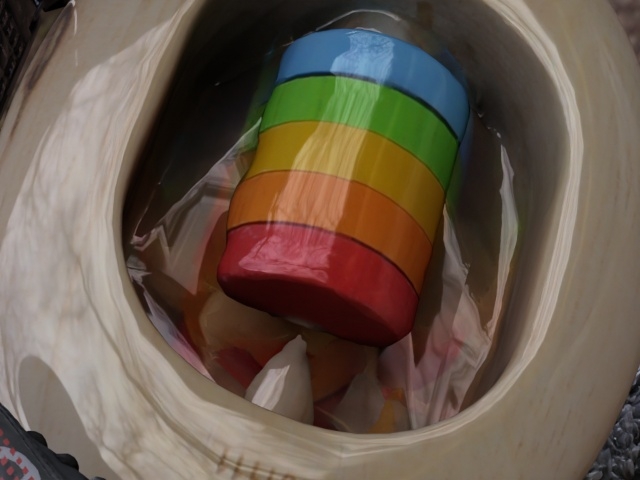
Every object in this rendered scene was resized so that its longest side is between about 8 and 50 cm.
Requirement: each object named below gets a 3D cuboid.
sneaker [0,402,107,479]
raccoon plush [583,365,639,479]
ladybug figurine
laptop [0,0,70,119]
[{"bbox_3d":[-0.136,0.087,0.642,0.098,0.135,0.276,-60,33,29],"label":"sneaker"},{"bbox_3d":[0.154,0.063,1.395,0.216,0.299,0.446,-16,66,38],"label":"raccoon plush"},{"bbox_3d":[0.000,0.000,0.915,0.162,0.305,0.449,113,179,-55],"label":"ladybug figurine"},{"bbox_3d":[-0.115,-0.113,0.930,0.234,0.136,0.264,80,-153,-69],"label":"laptop"}]
